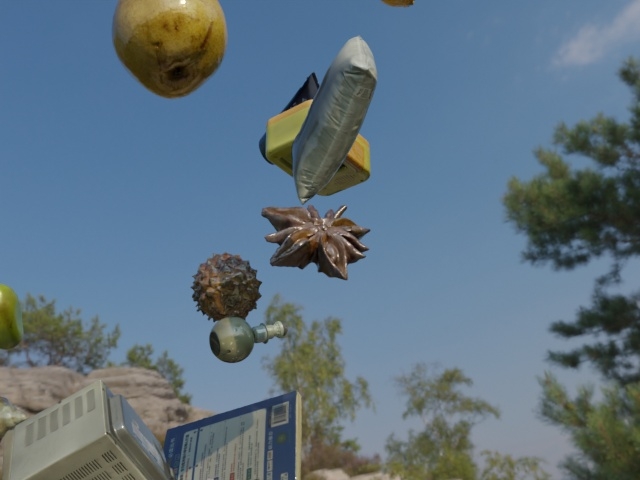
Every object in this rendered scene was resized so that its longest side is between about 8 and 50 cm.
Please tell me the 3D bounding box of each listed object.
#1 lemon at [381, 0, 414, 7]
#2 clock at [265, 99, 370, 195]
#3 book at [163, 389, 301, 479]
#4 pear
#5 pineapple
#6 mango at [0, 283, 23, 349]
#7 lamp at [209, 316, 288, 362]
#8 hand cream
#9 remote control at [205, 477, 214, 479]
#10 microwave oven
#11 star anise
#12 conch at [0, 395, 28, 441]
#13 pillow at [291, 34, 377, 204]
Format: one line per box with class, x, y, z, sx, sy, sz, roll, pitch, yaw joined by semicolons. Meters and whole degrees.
lemon;0.192;-0.683;1.728;0.155;0.114;0.114;47;-50;-12
clock;-0.002;-0.180;1.297;0.143;0.096;0.202;-21;-35;30
book;-0.243;0.577;1.700;0.427;0.300;0.039;-20;-49;18
pear;-0.383;-0.531;1.674;0.314;0.315;0.314;-10;-24;-5
pineapple;-0.223;0.103;1.509;0.166;0.193;0.166;-7;-68;-18
mango;-0.740;0.178;1.517;0.089;0.163;0.117;-17;15;-14
lamp;-0.138;0.189;1.304;0.163;0.091;0.091;-10;-22;-32
hand cream;-0.066;-0.297;1.653;0.061;0.120;0.270;-4;-24;-40
remote control;-0.246;0.640;1.415;0.022;0.245;0.077;2;-40;-7
microwave oven;-0.336;0.362;1.003;0.193;0.145;0.241;-31;-59;-9
star anise;-0.001;-0.002;1.606;0.292;0.350;0.109;12;-60;-22
conch;-0.742;0.387;1.268;0.386;0.170;0.203;-25;-1;9
pillow;0.016;-0.196;1.055;0.078;0.144;0.254;13;-57;-24
